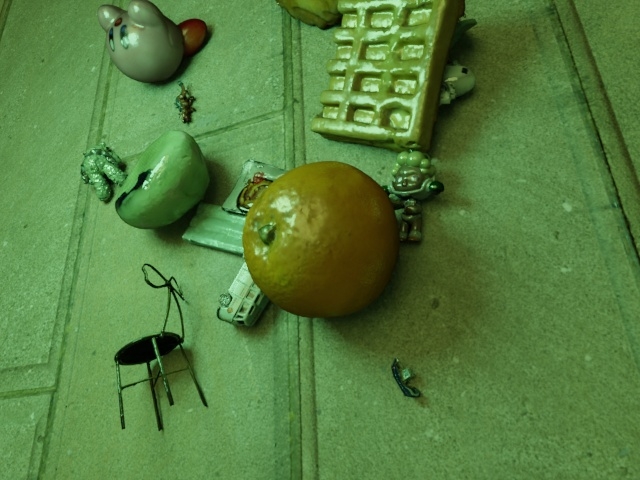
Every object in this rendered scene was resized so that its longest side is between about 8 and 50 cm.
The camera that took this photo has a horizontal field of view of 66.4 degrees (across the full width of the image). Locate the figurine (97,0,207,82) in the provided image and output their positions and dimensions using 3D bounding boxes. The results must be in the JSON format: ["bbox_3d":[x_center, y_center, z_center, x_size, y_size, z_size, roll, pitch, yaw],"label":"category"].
[{"bbox_3d":[-0.519,-0.588,1.490,0.270,0.261,0.211,5,98,24],"label":"figurine"}]

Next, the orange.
[{"bbox_3d":[0.000,0.000,0.951,0.312,0.312,0.312,-9,65,20],"label":"orange"}]

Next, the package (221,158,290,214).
[{"bbox_3d":[-0.111,-0.113,1.182,0.239,0.030,0.154,15,66,20],"label":"package"}]

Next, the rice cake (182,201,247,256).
[{"bbox_3d":[-0.232,-0.026,1.209,0.211,0.038,0.124,17,76,27],"label":"rice cake"}]

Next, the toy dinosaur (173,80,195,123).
[{"bbox_3d":[-0.403,-0.410,1.443,0.055,0.049,0.154,-21,67,18],"label":"toy dinosaur"}]

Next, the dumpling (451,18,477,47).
[{"bbox_3d":[0.260,-0.468,1.152,0.219,0.153,0.108,0,92,32],"label":"dumpling"}]

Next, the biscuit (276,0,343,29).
[{"bbox_3d":[-0.044,-0.710,1.259,0.326,0.326,0.107,26,73,30],"label":"biscuit"}]

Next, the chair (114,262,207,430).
[{"bbox_3d":[-0.374,0.239,1.095,0.170,0.160,0.325,-29,64,8],"label":"chair"}]

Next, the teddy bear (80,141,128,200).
[{"bbox_3d":[-0.656,-0.222,1.435,0.133,0.111,0.213,-37,60,1],"label":"teddy bear"}]

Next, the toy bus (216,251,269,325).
[{"bbox_3d":[-0.151,0.105,1.094,0.089,0.087,0.194,24,78,20],"label":"toy bus"}]

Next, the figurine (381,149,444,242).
[{"bbox_3d":[0.188,-0.096,1.027,0.147,0.093,0.197,0,69,34],"label":"figurine"}]

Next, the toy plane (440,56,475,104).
[{"bbox_3d":[0.263,-0.355,1.114,0.174,0.080,0.174,-12,46,12],"label":"toy plane"}]

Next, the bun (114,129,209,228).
[{"bbox_3d":[-0.386,-0.138,1.251,0.283,0.179,0.283,-35,33,27],"label":"bun"}]

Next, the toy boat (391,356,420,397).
[{"bbox_3d":[0.161,0.257,0.920,0.038,0.038,0.083,-35,59,6],"label":"toy boat"}]

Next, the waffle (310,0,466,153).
[{"bbox_3d":[0.143,-0.382,1.095,0.304,0.077,0.348,16,98,37],"label":"waffle"}]
